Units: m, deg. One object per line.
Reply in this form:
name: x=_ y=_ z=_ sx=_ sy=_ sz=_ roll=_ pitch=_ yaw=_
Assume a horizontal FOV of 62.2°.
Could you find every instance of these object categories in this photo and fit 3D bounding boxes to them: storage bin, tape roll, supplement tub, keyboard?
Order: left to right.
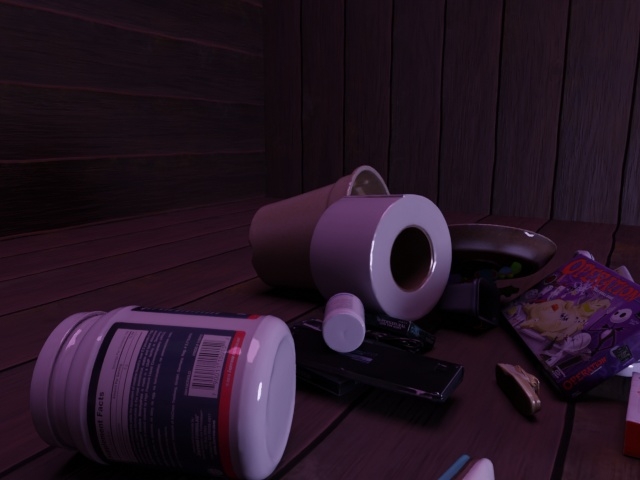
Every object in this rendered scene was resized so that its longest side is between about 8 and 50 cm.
supplement tub: x=-0.178 y=0.180 z=0.651 sx=0.272 sy=0.191 sz=0.191 roll=2 pitch=12 yaw=10
supplement tub: x=0.039 y=0.135 z=0.887 sx=0.071 sy=0.071 sz=0.107 roll=1 pitch=12 yaw=4
keyboard: x=0.075 y=0.189 z=0.876 sx=0.317 sy=0.033 sz=0.201 roll=9 pitch=15 yaw=29
tape roll: x=0.123 y=0.030 z=1.065 sx=0.246 sy=0.246 sz=0.169 roll=-9 pitch=9 yaw=-40
storage bin: x=0.315 y=0.137 z=1.123 sx=0.091 sy=0.098 sz=0.135 roll=-5 pitch=-18 yaw=37

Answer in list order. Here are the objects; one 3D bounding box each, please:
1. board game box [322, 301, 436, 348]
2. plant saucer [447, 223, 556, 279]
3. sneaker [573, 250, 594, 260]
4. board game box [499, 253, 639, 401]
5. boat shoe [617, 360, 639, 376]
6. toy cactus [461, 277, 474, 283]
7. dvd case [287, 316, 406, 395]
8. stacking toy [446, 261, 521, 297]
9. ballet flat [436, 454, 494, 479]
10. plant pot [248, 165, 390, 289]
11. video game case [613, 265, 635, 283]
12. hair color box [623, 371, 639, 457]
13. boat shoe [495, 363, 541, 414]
board game box: x=0.112 y=0.162 z=1.018 sx=0.186 sy=0.026 sz=0.126 roll=9 pitch=-15 yaw=37
plant saucer: x=0.356 y=0.036 z=1.182 sx=0.311 sy=0.050 sz=0.310 roll=9 pitch=-16 yaw=3
sneaker: x=0.642 y=0.082 z=1.253 sx=0.091 sy=0.094 sz=0.258 roll=8 pitch=-8 yaw=25
board game box: x=0.461 y=0.137 z=0.955 sx=0.208 sy=0.056 sz=0.347 roll=-33 pitch=7 yaw=9
boat shoe: x=0.566 y=0.170 z=0.971 sx=0.268 sy=0.088 sz=0.096 roll=-10 pitch=16 yaw=-43
toy cactus: x=0.295 y=0.086 z=1.401 sx=0.181 sy=0.112 sz=0.219 roll=-13 pitch=23 yaw=-14
dvd case: x=0.006 y=0.200 z=0.960 sx=0.239 sy=0.029 sz=0.179 roll=13 pitch=17 yaw=43
stacking toy: x=0.332 y=0.089 z=1.188 sx=0.221 sy=0.052 sz=0.167 roll=-6 pitch=-23 yaw=14
ballet flat: x=0.043 y=0.291 z=0.332 sx=0.139 sy=0.139 sz=0.400 roll=10 pitch=19 yaw=41
plant pot: x=0.000 y=0.000 z=1.344 sx=0.306 sy=0.333 sz=0.334 roll=-6 pitch=7 yaw=27
video game case: x=0.538 y=0.129 z=1.074 sx=0.193 sy=0.023 sz=0.212 roll=-36 pitch=-5 yaw=25
hair color box: x=0.467 y=0.240 z=0.715 sx=0.093 sy=0.053 sz=0.167 roll=6 pitch=14 yaw=33
boat shoe: x=0.309 y=0.221 z=0.810 sx=0.045 sy=0.050 sz=0.135 roll=-5 pitch=11 yaw=0
